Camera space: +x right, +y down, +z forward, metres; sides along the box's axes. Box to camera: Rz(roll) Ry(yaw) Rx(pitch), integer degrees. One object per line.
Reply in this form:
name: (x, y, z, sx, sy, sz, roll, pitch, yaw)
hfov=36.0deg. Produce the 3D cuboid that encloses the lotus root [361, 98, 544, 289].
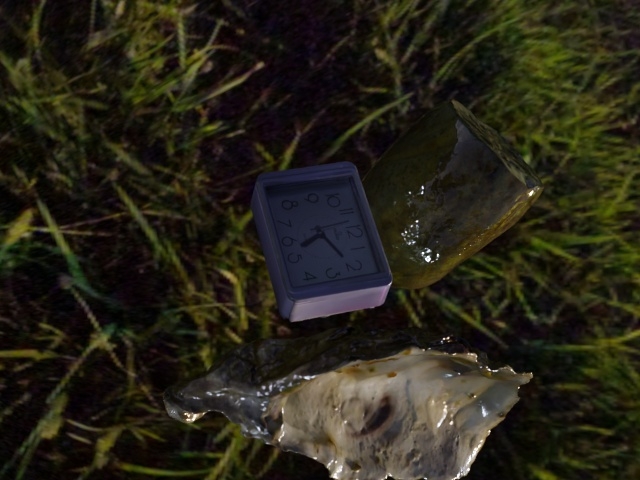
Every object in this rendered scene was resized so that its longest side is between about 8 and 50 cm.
lotus root: (0.196, -0.065, 1.753, 0.250, 0.346, 0.250, 34, 29, -21)

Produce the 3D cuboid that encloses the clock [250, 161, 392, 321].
clock: (0.001, 0.000, 1.281, 0.145, 0.073, 0.193, -10, 63, -15)

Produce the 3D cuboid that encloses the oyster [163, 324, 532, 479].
oyster: (0.064, 0.137, 0.952, 0.396, 0.204, 0.111, 17, 37, -36)
